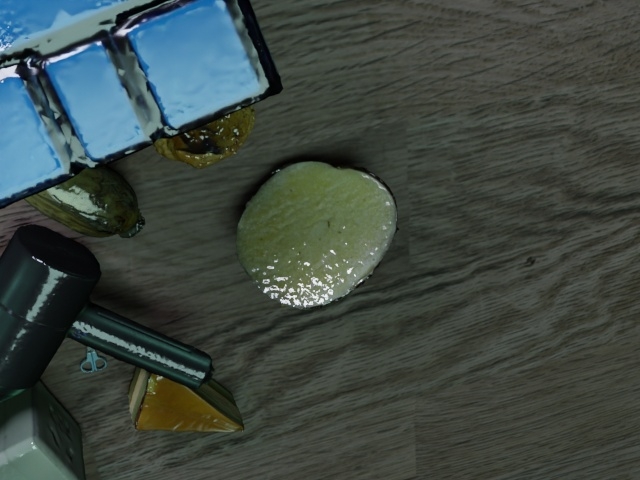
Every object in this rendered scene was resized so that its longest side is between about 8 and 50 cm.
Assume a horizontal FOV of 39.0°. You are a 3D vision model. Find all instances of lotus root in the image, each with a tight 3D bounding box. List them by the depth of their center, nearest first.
[{"bbox_3d":[-0.281,-0.059,1.041,0.179,0.080,0.089,33,147,-29],"label":"lotus root"}]

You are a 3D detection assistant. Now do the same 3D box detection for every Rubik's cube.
[{"bbox_3d":[-0.222,-0.218,0.796,0.289,0.293,0.283,-24,110,-6],"label":"Rubik's cube"}]

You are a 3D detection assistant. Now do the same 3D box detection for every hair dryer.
[{"bbox_3d":[-0.290,0.152,1.117,0.303,0.116,0.244,28,105,-19],"label":"hair dryer"}]

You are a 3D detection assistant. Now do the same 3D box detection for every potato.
[{"bbox_3d":[0.000,0.000,1.161,0.202,0.182,0.117,-49,164,-7],"label":"potato"}]

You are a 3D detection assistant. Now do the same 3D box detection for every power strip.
[{"bbox_3d":[-0.437,0.307,1.188,0.224,0.140,0.139,-27,127,0],"label":"power strip"}]

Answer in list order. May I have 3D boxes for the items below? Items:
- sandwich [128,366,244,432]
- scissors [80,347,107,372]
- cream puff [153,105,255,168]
[{"bbox_3d":[-0.173,0.200,1.251,0.163,0.079,0.113,8,119,-24],"label":"sandwich"},{"bbox_3d":[-0.308,0.144,1.211,0.036,0.006,0.083,-9,124,-13],"label":"scissors"},{"bbox_3d":[-0.138,-0.139,1.033,0.133,0.104,0.119,14,109,-28],"label":"cream puff"}]
